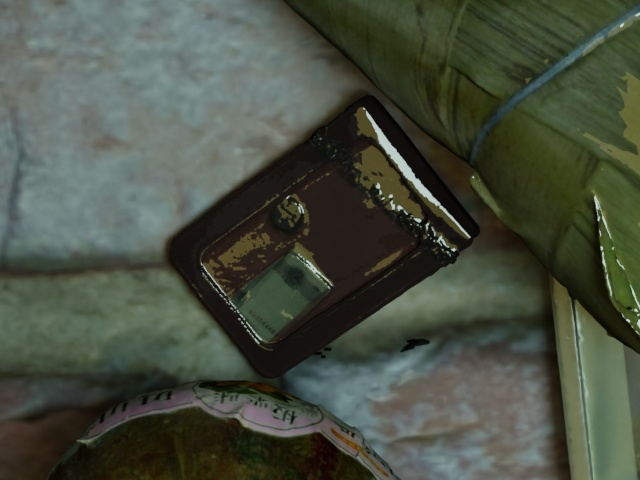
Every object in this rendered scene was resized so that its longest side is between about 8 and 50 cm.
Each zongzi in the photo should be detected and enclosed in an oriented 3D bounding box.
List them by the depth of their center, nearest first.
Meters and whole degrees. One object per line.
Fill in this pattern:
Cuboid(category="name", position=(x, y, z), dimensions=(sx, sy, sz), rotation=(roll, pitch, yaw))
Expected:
Cuboid(category="zongzi", position=(0.154, -0.163, 0.963), dimensions=(0.360, 0.160, 0.323), rotation=(41, 89, 10))

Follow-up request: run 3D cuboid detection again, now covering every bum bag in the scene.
Cuboid(category="bum bag", position=(0.000, 0.000, 1.058), dimensions=(0.159, 0.026, 0.109), rotation=(-35, 98, 15))

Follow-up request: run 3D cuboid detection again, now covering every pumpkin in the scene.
Cuboid(category="pumpkin", position=(-0.053, 0.213, 1.022), dimensions=(0.260, 0.189, 0.260), rotation=(1, 104, 4))

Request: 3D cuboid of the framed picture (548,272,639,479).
Cuboid(category="framed picture", position=(0.271, 0.050, 1.032), dimensions=(0.281, 0.019, 0.209), rotation=(-8, 96, 10))
